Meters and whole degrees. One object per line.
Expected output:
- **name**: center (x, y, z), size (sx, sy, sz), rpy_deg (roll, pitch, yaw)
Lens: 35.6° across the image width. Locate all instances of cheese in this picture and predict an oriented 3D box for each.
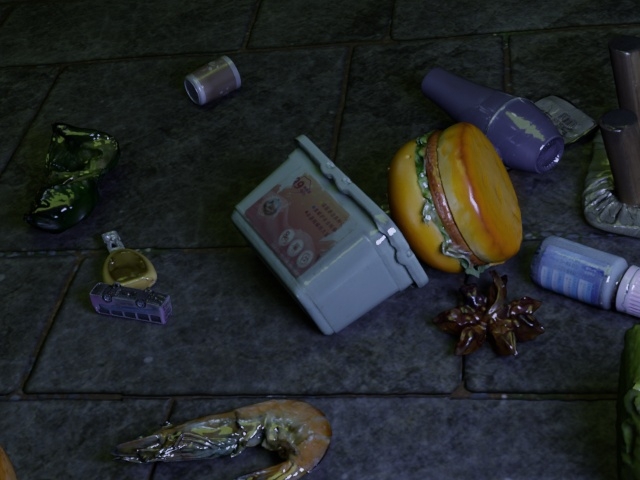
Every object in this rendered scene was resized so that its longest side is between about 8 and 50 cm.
- **cheese**: center (-0.338, 0.034, 1.695), size (0.086, 0.036, 0.162), rpy_deg (-21, 41, -14)

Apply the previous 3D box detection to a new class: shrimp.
- **shrimp**: center (-0.128, 0.283, 1.323), size (0.296, 0.058, 0.169), rpy_deg (-12, 27, -8)

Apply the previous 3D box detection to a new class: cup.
- **cup**: center (-0.235, -0.337, 2.079), size (0.099, 0.074, 0.102), rpy_deg (-31, 44, -22)

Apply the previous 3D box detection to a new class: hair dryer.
- **hair dryer**: center (0.202, -0.145, 1.721), size (0.361, 0.121, 0.301), rpy_deg (-38, 50, -14)

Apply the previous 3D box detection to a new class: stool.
- **stool**: center (0.583, -0.164, 1.578), size (0.311, 0.226, 0.310), rpy_deg (6, 43, 17)

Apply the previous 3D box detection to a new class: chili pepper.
- **chili pepper**: center (-0.461, -0.098, 1.837), size (0.148, 0.116, 0.264), rpy_deg (6, 42, 2)

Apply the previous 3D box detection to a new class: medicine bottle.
- **medicine bottle**: center (0.414, 0.058, 1.461), size (0.203, 0.083, 0.083), rpy_deg (20, 49, 34)

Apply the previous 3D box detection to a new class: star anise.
- **star anise**: center (0.247, 0.117, 1.454), size (0.168, 0.057, 0.167), rpy_deg (-7, 49, 9)

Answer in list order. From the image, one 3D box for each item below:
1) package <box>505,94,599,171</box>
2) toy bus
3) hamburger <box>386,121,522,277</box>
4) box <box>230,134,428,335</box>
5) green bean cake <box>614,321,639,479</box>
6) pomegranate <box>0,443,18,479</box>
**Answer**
- **package**: center (0.367, -0.198, 1.815), size (0.239, 0.030, 0.154), rpy_deg (-21, 42, -12)
- **toy bus**: center (-0.303, 0.100, 1.597), size (0.131, 0.052, 0.037), rpy_deg (7, 38, 17)
- **hamburger**: center (0.197, -0.054, 1.539), size (0.170, 0.246, 0.246), rpy_deg (-18, 35, 26)
- **box**: center (0.000, 0.000, 1.558), size (0.182, 0.175, 0.312), rpy_deg (-39, 45, -5)
- **green bean cake**: center (0.468, 0.214, 1.137), size (0.250, 0.246, 0.156), rpy_deg (1, 42, 14)
- **pomegranate**: center (-0.528, 0.349, 1.094), size (0.417, 0.416, 0.416), rpy_deg (-6, 40, 5)
